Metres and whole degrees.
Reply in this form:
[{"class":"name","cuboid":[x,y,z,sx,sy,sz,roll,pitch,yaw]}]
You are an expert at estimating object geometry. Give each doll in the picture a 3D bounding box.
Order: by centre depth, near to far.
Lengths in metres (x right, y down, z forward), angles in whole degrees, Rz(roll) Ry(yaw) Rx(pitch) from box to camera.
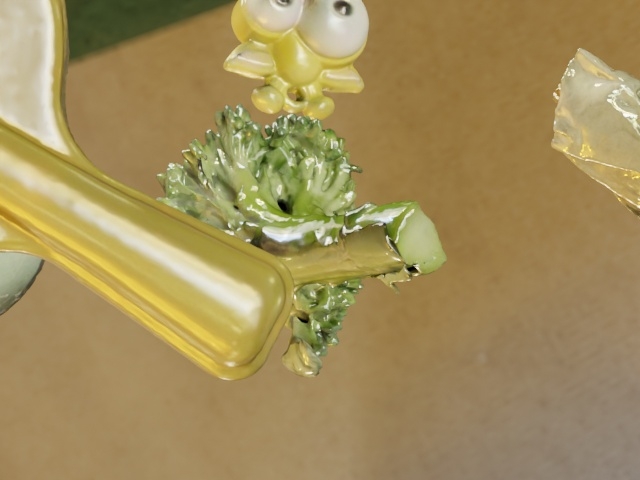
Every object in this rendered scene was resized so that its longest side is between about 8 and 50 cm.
[{"class":"doll","cuboid":[-0.018,-0.223,1.423,0.086,0.117,0.291,128,147,-60]}]

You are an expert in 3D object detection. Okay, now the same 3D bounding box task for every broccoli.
[{"class":"broccoli","cuboid":[-0.002,-0.001,0.950,0.204,0.118,0.122,8,73,61]}]

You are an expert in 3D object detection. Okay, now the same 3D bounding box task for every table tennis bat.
[{"class":"table tennis bat","cuboid":[-0.152,-0.044,0.751,0.321,0.198,0.050,31,167,-8]}]

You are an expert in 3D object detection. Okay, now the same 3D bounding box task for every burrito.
[{"class":"burrito","cuboid":[0.360,-0.028,1.691,0.392,0.076,0.117,30,115,-10]}]

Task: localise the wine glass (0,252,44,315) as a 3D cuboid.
[{"class":"wine glass","cuboid":[-0.381,0.034,1.365,0.267,0.406,0.267,5,114,12]}]
